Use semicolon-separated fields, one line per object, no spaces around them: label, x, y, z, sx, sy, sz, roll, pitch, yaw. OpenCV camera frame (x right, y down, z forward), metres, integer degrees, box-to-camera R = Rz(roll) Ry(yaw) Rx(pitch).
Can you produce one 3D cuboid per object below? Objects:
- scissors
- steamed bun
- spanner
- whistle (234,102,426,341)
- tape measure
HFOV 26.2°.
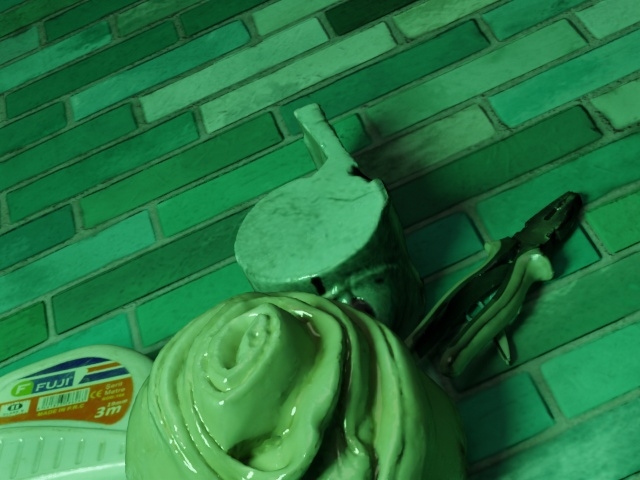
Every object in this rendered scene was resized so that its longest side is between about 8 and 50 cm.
scissors;0.201;0.100;1.574;0.058;0.014;0.119;-22;35;5
steamed bun;-0.029;0.190;1.365;0.324;0.219;0.310;34;67;19
spanner;0.214;0.043;1.601;0.095;0.040;0.325;13;46;42
whistle;0.029;-0.015;1.675;0.188;0.168;0.405;-7;43;22
tape measure;-0.276;0.241;1.587;0.258;0.130;0.265;-13;34;11
